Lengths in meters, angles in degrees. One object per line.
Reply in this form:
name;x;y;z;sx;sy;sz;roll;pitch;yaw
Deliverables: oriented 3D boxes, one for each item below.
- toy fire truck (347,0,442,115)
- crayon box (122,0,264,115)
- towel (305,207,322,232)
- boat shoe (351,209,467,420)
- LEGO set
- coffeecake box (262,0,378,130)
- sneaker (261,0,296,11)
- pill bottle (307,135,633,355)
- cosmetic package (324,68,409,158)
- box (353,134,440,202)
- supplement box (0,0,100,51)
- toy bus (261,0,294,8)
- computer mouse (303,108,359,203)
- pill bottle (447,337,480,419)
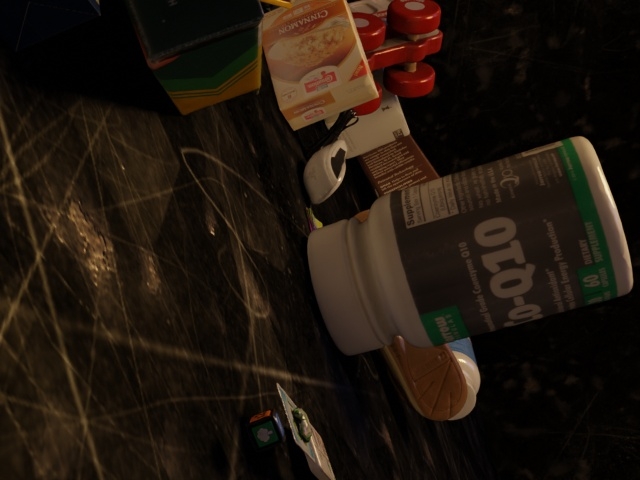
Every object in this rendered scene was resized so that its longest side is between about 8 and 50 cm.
toy fire truck;0.075;-0.384;1.695;0.254;0.302;0.169;45;-34;42
crayon box;-0.114;-0.212;0.678;0.318;0.081;0.202;-170;-121;-86
towel;0.000;0.000;1.216;0.060;0.010;0.083;53;20;-58
boat shoe;0.115;0.119;1.382;0.341;0.123;0.123;64;-20;-2
LEGO set;-0.013;0.212;0.670;0.244;0.060;0.182;67;1;-62
coffeecake box;-0.007;-0.282;1.351;0.068;0.143;0.185;51;21;-61
sneaker;-0.066;-0.457;1.443;0.350;0.131;0.148;43;36;-60
pill bottle;0.181;0.017;1.100;0.204;0.361;0.204;-17;90;-77
cosmetic package;0.078;-0.302;1.842;0.151;0.152;0.183;52;20;-60
box;0.197;-0.090;1.934;0.381;0.143;0.191;-112;177;-49
supplement box;-0.168;-0.167;0.478;0.083;0.056;0.083;55;18;-59
toy bus;-0.103;-0.367;1.085;0.104;0.202;0.190;0;75;-47
computer mouse;0.007;-0.125;1.307;0.042;0.106;0.193;40;29;-19
pill bottle;0.249;0.255;1.741;0.221;0.124;0.124;-86;154;-69
